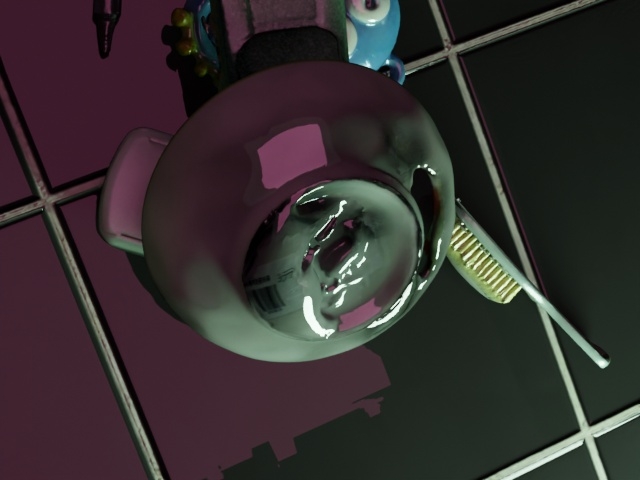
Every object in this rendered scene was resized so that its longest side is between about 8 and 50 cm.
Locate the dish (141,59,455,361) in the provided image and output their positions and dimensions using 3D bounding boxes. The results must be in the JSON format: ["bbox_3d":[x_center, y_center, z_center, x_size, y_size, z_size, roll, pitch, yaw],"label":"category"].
[{"bbox_3d":[0.000,0.000,1.006,0.324,0.124,0.324,-10,122,-16],"label":"dish"}]

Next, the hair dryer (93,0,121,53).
[{"bbox_3d":[-0.207,-0.304,1.129,0.173,0.050,0.194,-10,97,-14],"label":"hair dryer"}]

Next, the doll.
[{"bbox_3d":[-0.011,-0.299,1.141,0.346,0.099,0.341,-47,111,-13],"label":"doll"}]

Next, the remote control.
[{"bbox_3d":[-0.093,-0.021,1.153,0.296,0.056,0.140,16,83,-14],"label":"remote control"}]

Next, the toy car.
[{"bbox_3d":[-0.034,-0.121,1.068,0.141,0.097,0.320,-10,106,-17],"label":"toy car"}]

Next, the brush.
[{"bbox_3d":[0.231,0.064,1.245,0.060,0.068,0.297,-43,103,9],"label":"brush"}]
